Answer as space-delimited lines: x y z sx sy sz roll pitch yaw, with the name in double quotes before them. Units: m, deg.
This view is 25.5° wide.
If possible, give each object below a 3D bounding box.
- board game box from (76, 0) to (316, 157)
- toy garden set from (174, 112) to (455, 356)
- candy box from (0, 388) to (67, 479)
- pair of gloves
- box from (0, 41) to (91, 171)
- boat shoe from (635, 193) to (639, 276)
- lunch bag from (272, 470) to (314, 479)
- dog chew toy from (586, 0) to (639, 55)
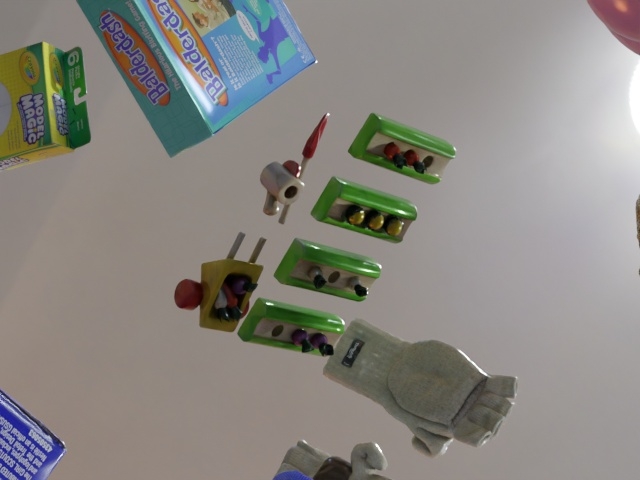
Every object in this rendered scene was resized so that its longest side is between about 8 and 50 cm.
"board game box" -0.096 -0.173 1.113 0.047 0.210 0.160 -25 -80 29
"toy garden set" 0.000 0.000 1.269 0.049 0.204 0.244 45 -69 41
"candy box" -0.325 0.218 0.805 0.268 0.122 0.317 -17 -147 52
"pair of gloves" 0.071 0.210 1.421 0.204 0.042 0.240 15 -112 27
"box" -0.303 -0.122 1.353 0.179 0.043 0.105 -13 -103 21
"boat shoe" 0.356 0.012 1.478 0.190 0.068 0.072 -85 -159 -61
"lunch bag" 0.011 0.427 1.142 0.239 0.385 0.328 -22 -156 54
"dog chew toy" 0.321 -0.237 1.202 0.207 0.332 0.206 6 -78 32
